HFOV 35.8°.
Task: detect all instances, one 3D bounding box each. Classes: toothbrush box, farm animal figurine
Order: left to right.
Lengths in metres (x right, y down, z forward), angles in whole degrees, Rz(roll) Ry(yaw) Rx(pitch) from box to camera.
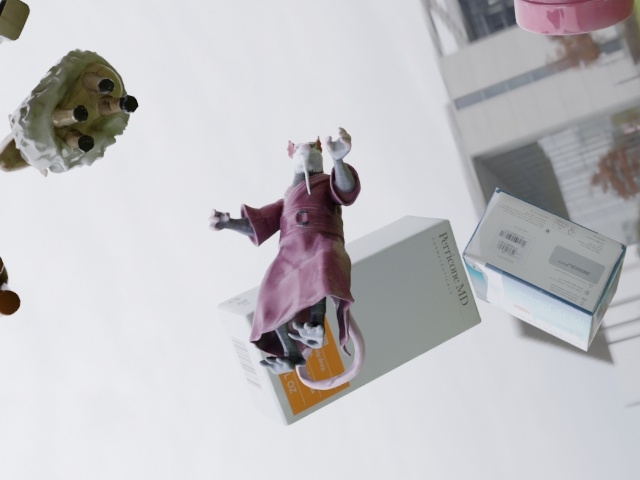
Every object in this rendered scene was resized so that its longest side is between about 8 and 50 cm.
[{"bbox_3d":[-0.346,-0.089,0.731,0.330,0.172,0.327,43,-111,-30],"label":"farm animal figurine"},{"bbox_3d":[0.360,0.054,1.594,0.126,0.216,0.295,-61,-18,-7],"label":"toothbrush box"}]

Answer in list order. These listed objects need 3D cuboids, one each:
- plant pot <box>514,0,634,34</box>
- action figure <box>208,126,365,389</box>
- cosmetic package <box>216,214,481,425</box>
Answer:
[{"bbox_3d":[0.422,-0.464,1.663,0.201,0.201,0.180,-73,-24,-59],"label":"plant pot"},{"bbox_3d":[0.000,0.000,1.482,0.275,0.248,0.370,39,-136,-44],"label":"action figure"},{"bbox_3d":[0.060,0.142,1.891,0.161,0.453,0.230,8,120,64],"label":"cosmetic package"}]
